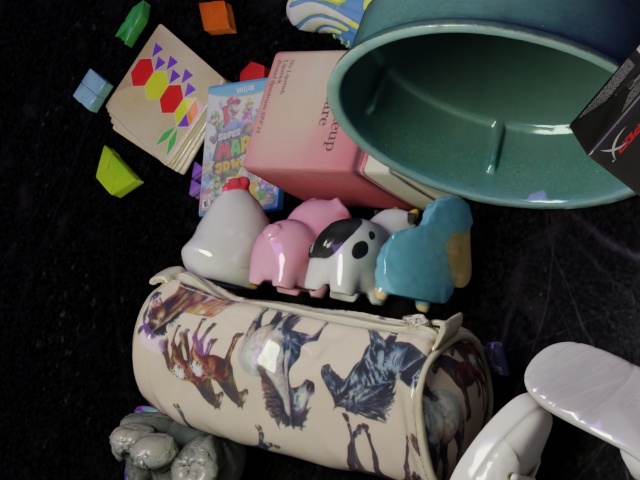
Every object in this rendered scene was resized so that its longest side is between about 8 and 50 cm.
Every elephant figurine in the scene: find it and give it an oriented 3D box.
[{"bbox_3d":[-0.165,0.317,2.012,0.169,0.186,0.239,-111,23,-77],"label":"elephant figurine"}]

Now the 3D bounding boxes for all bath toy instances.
[{"bbox_3d":[0.000,0.000,1.981,0.348,0.151,0.129,5,81,41],"label":"bath toy"}]

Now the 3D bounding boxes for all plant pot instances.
[{"bbox_3d":[0.208,-0.255,1.806,0.341,0.341,0.334,-10,56,41],"label":"plant pot"}]

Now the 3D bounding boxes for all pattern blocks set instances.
[{"bbox_3d":[-0.193,-0.181,2.345,0.285,0.026,0.325,-49,49,14],"label":"pattern blocks set"}]

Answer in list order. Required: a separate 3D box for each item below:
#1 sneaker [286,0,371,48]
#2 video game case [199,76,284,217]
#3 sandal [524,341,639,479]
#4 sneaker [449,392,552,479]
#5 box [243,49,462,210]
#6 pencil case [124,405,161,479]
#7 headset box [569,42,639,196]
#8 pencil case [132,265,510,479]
[{"bbox_3d":[0.050,-0.244,2.101,0.240,0.091,0.126,-7,67,41],"label":"sneaker"},{"bbox_3d":[-0.092,-0.113,2.206,0.119,0.015,0.166,-5,74,34],"label":"video game case"},{"bbox_3d":[0.308,0.173,1.664,0.265,0.076,0.102,28,68,36],"label":"sandal"},{"bbox_3d":[0.170,0.292,1.743,0.123,0.106,0.290,29,96,30],"label":"sneaker"},{"bbox_3d":[0.049,-0.123,2.017,0.232,0.127,0.149,4,73,45],"label":"box"},{"bbox_3d":[-0.202,0.272,2.120,0.070,0.064,0.152,-10,64,52],"label":"pencil case"},{"bbox_3d":[0.400,-0.081,1.569,0.218,0.293,0.110,-50,13,13],"label":"headset box"},{"bbox_3d":[-0.014,0.133,1.886,0.410,0.160,0.184,10,100,36],"label":"pencil case"}]
